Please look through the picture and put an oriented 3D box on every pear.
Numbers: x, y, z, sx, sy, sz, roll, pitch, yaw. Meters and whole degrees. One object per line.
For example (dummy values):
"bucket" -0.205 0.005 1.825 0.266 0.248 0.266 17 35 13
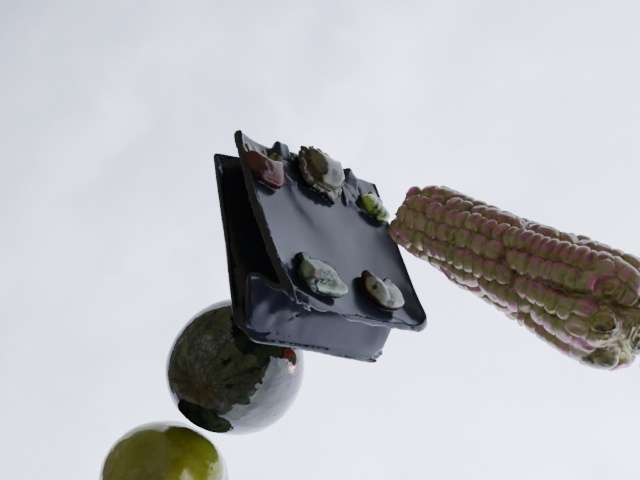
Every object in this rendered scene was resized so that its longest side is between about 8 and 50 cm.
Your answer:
"pear" -0.228 0.353 0.918 0.200 0.200 0.200 -21 -133 24

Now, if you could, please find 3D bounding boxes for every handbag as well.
"handbag" 0.000 0.000 0.959 0.122 0.303 0.329 -36 -127 33

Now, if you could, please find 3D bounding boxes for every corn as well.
"corn" 0.215 0.026 0.715 0.126 0.126 0.335 -50 -138 -7

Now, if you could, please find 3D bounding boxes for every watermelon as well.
"watermelon" -0.125 0.189 0.965 0.212 0.212 0.212 -21 -133 24
